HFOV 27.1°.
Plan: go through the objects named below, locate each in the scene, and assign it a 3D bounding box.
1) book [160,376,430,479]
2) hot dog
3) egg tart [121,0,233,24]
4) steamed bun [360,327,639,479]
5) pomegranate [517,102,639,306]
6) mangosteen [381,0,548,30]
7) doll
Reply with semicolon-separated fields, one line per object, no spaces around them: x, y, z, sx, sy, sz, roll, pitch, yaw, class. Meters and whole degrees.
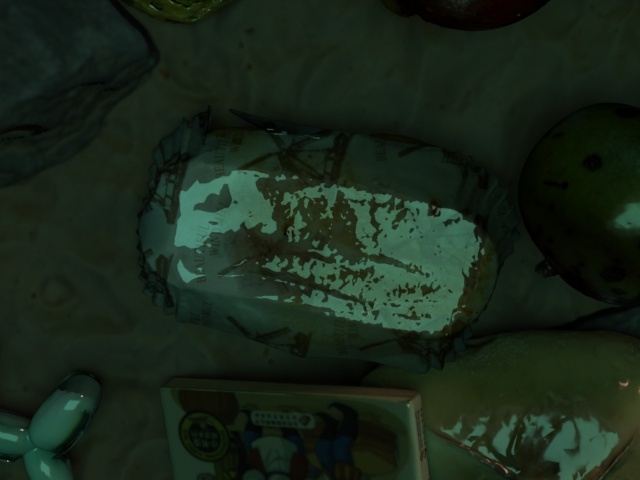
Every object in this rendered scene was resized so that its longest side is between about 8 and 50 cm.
-0.009;0.230;0.964;0.202;0.027;0.264;0;105;25;book
0.000;0.000;0.925;0.270;0.082;0.162;10;95;6;hot dog
-0.090;-0.208;0.890;0.130;0.052;0.130;0;100;-1;egg tart
0.161;0.148;0.943;0.212;0.110;0.231;-38;103;9;steamed bun
0.211;-0.037;0.892;0.148;0.148;0.169;48;65;-9;pomegranate
0.077;-0.212;0.842;0.180;0.166;0.166;-4;105;28;mangosteen
-0.250;0.152;0.972;0.159;0.059;0.158;13;103;-4;doll
